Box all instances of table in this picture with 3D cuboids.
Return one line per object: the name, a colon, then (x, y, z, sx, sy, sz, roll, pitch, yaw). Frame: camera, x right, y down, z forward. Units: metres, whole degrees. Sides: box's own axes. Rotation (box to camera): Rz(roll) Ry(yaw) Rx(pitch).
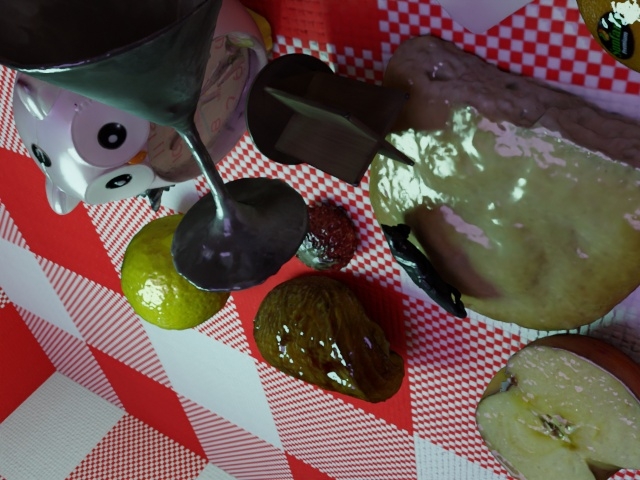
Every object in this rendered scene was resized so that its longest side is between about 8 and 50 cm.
table: (0.019, -0.159, 0.907, 0.226, 0.167, 0.167, 32, 151, 52)

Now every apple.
apple: (0.402, 0.256, 1.060, 0.251, 0.163, 0.293, 44, 133, 11)

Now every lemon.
lemon: (-0.319, 0.078, 1.486, 0.253, 0.253, 0.310, 36, 145, 8)

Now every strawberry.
strawberry: (0.000, 0.000, 1.235, 0.145, 0.086, 0.145, 27, 145, 22)

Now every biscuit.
biscuit: (0.241, -0.045, 0.936, 0.429, 0.104, 0.446, 32, 145, 14)

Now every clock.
clock: (-0.285, -0.236, 1.005, 0.250, 0.376, 0.368, 35, 145, 16)

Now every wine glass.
wine glass: (-0.156, -0.133, 0.784, 0.267, 0.267, 0.406, 18, 151, 30)

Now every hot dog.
hot dog: (0.015, 0.209, 1.381, 0.387, 0.174, 0.267, 3, 128, 54)

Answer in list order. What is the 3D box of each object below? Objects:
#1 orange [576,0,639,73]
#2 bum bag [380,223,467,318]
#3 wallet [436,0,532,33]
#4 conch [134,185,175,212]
orange: (0.325, -0.236, 0.574, 0.206, 0.206, 0.206, 26, 142, 22)
bum bag: (0.155, 0.041, 0.999, 0.198, 0.049, 0.087, 48, -179, -20)
wallet: (0.210, -0.300, 0.735, 0.095, 0.033, 0.190, 34, 149, -21)
conch: (-0.376, -0.210, 1.301, 0.240, 0.186, 0.313, -35, 86, 31)
